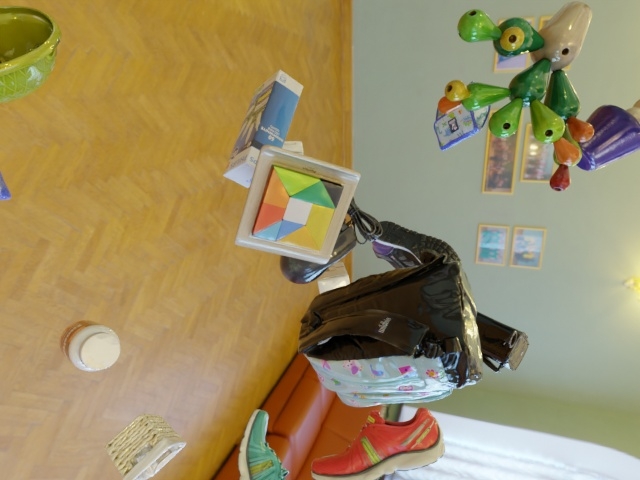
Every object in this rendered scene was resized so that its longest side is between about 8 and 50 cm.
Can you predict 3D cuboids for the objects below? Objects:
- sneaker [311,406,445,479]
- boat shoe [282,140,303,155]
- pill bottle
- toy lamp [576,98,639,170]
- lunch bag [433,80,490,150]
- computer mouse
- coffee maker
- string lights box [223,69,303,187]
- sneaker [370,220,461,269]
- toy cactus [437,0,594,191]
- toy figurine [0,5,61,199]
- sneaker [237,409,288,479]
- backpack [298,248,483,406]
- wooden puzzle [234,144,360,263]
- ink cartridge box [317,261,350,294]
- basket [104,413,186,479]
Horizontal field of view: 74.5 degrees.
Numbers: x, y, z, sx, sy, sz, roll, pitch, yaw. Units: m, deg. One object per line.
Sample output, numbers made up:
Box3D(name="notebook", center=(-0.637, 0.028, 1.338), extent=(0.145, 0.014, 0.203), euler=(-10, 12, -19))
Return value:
Box3D(name="sneaker", center=(0.109, 0.414, 0.865), extent=(0.107, 0.279, 0.118), euler=(54, 17, -73))
Box3D(name="boat shoe", center=(-0.167, -0.292, 1.368), extent=(0.083, 0.227, 0.075), euler=(151, -61, -74))
Box3D(name="pill bottle", center=(-0.438, 0.200, 0.803), extent=(0.086, 0.152, 0.085), euler=(4, 84, -41))
Box3D(name="toy lamp", center=(0.450, -0.195, 0.543), extent=(0.080, 0.275, 0.080), euler=(48, 8, -9))
Box3D(name="lunch bag", center=(0.382, -0.329, 1.143), extent=(0.096, 0.129, 0.151), euler=(23, 64, -24))
Box3D(name="computer mouse", center=(0.000, 0.000, 1.046), extent=(0.272, 0.188, 0.072), euler=(-44, 174, 6))
Box3D(name="coffee maker", center=(0.460, 0.255, 1.157), extent=(0.120, 0.178, 0.171), euler=(-40, 131, -25))
Box3D(name="string lights box", center=(-0.139, -0.269, 1.030), extent=(0.077, 0.133, 0.259), euler=(27, 69, -30))
Box3D(name="sneaker", center=(0.277, 0.048, 1.228), extent=(0.107, 0.283, 0.124), euler=(-40, 143, -29))
Box3D(name="toy cactus", center=(0.231, -0.175, 0.457), extent=(0.180, 0.219, 0.112), euler=(-55, -167, -11))
Box3D(name="toy figurine", center=(-0.410, -0.071, 0.410), extent=(0.363, 0.191, 0.217), euler=(-38, 147, -28))
Box3D(name="sneaker", center=(-0.128, 0.539, 0.981), extent=(0.107, 0.110, 0.275), euler=(73, 9, -60))
Box3D(name="backpack", center=(0.068, 0.102, 0.440), extent=(0.115, 0.182, 0.152), euler=(63, 26, -22))
Box3D(name="wooden puzzle", center=(-0.050, -0.064, 0.903), extent=(0.044, 0.221, 0.238), euler=(-112, -140, -61))
Box3D(name="ink cartridge box", center=(0.045, 0.161, 1.249), extent=(0.218, 0.092, 0.158), euler=(-83, 163, -84))
Box3D(name="basket", center=(-0.402, 0.475, 0.975), extent=(0.113, 0.103, 0.167), euler=(-41, 165, -19))
